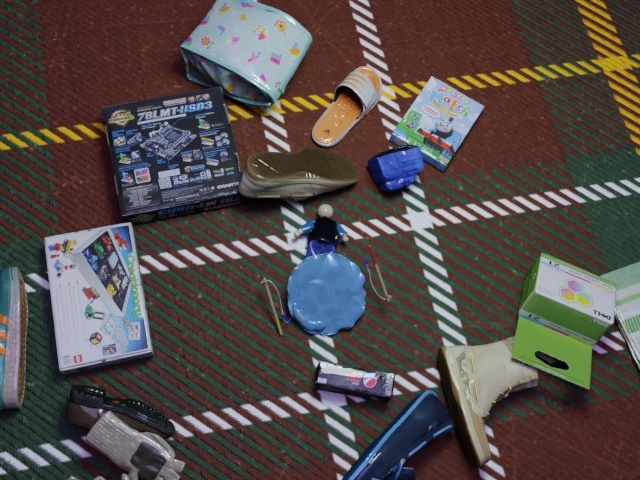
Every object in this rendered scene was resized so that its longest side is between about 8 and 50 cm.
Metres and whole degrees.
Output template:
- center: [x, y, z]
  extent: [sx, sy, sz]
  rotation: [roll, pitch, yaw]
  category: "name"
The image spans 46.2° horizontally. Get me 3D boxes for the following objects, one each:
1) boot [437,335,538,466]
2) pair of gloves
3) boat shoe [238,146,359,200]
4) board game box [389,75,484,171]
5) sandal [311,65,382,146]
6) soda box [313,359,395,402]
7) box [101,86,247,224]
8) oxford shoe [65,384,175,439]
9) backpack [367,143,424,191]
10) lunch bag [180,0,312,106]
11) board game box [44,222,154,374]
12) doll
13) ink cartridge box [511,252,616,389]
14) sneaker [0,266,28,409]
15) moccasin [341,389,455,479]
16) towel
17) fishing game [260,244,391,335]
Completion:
- center: [0.380, 0.340, 1.620]
  extent: [0.203, 0.095, 0.262]
  rotation: [-8, 61, -10]
  category: "boot"
- center: [-0.398, 0.482, 1.482]
  extent: [0.204, 0.042, 0.240]
  rotation: [29, 85, 1]
  category: "pair of gloves"
- center: [-0.050, -0.147, 1.762]
  extent: [0.302, 0.098, 0.109]
  rotation: [-6, 56, -33]
  category: "boat shoe"
- center: [0.296, -0.297, 1.902]
  extent: [0.160, 0.039, 0.212]
  rotation: [31, 67, 7]
  category: "board game box"
- center: [0.075, -0.344, 1.876]
  extent: [0.101, 0.076, 0.265]
  rotation: [32, 68, 7]
  category: "sandal"
- center: [0.072, 0.304, 1.618]
  extent: [0.168, 0.060, 0.053]
  rotation: [11, 66, -1]
  category: "soda box"
- center: [-0.345, -0.202, 1.774]
  extent: [0.295, 0.073, 0.294]
  rotation: [-12, 69, -11]
  category: "box"
- center: [-0.411, 0.373, 1.539]
  extent: [0.227, 0.083, 0.096]
  rotation: [18, 90, -1]
  category: "oxford shoe"
- center: [0.189, -0.177, 1.812]
  extent: [0.120, 0.098, 0.101]
  rotation: [-21, 101, -14]
  category: "backpack"
- center: [-0.175, -0.463, 1.855]
  extent: [0.262, 0.160, 0.224]
  rotation: [25, 66, 10]
  category: "lunch bag"
- center: [-0.484, 0.122, 1.635]
  extent: [0.192, 0.053, 0.306]
  rotation: [-10, 69, -10]
  category: "board game box"
- center: [0.000, 0.000, 1.743]
  extent: [0.129, 0.046, 0.189]
  rotation: [10, 67, -3]
  category: "doll"
- center: [0.541, 0.175, 1.659]
  extent: [0.188, 0.097, 0.255]
  rotation: [23, 45, 4]
  category: "ink cartridge box"
- center: [-0.677, 0.198, 1.553]
  extent: [0.120, 0.108, 0.302]
  rotation: [-1, 69, -11]
  category: "sneaker"
- center: [0.153, 0.453, 1.527]
  extent: [0.117, 0.138, 0.342]
  rotation: [45, 71, 7]
  category: "moccasin"
- center: [0.812, 0.200, 1.758]
  extent: [0.247, 0.038, 0.325]
  rotation: [-15, 68, -13]
  category: "towel"
- center: [0.015, 0.119, 1.674]
  extent: [0.263, 0.041, 0.189]
  rotation: [-21, 97, -1]
  category: "fishing game"
